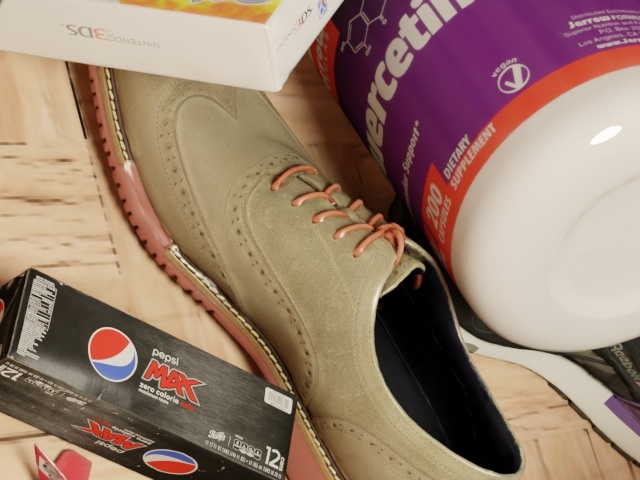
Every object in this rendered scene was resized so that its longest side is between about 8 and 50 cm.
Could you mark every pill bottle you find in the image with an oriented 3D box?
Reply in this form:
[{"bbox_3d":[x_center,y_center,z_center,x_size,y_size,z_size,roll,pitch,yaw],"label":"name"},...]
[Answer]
[{"bbox_3d":[0.103,-0.099,1.058,0.181,0.181,0.323,13,32,-36],"label":"pill bottle"}]

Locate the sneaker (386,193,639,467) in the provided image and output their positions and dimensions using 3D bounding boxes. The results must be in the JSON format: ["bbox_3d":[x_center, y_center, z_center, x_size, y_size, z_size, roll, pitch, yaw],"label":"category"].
[{"bbox_3d":[0.174,0.032,1.147,0.283,0.124,0.107,33,50,-24],"label":"sneaker"}]

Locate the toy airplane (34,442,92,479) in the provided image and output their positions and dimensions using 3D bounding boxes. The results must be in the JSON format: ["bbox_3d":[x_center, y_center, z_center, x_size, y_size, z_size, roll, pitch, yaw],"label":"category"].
[{"bbox_3d":[-0.100,0.163,0.908,0.151,0.028,0.151,21,54,-33],"label":"toy airplane"}]

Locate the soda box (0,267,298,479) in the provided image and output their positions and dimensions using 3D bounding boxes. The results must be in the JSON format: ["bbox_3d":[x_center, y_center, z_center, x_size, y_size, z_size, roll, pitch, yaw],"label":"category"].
[{"bbox_3d":[-0.096,0.078,0.935,0.169,0.060,0.053,29,53,-28],"label":"soda box"}]

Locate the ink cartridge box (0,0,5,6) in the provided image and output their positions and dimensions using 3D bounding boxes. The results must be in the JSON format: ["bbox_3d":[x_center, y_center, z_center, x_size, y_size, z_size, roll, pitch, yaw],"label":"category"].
[{"bbox_3d":[-0.225,-0.259,0.831,0.201,0.117,0.278,7,61,-29],"label":"ink cartridge box"}]

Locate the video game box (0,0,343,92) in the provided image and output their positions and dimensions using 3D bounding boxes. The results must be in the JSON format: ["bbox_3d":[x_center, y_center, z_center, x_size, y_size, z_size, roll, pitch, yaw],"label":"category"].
[{"bbox_3d":[-0.078,-0.160,0.990,0.187,0.205,0.048,-59,150,-41],"label":"video game box"}]

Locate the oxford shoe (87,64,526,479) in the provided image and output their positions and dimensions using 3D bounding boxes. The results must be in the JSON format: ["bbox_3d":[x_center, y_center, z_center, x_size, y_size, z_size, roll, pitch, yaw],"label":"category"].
[{"bbox_3d":[0.000,0.000,1.008,0.123,0.130,0.348,-34,92,-45],"label":"oxford shoe"}]
